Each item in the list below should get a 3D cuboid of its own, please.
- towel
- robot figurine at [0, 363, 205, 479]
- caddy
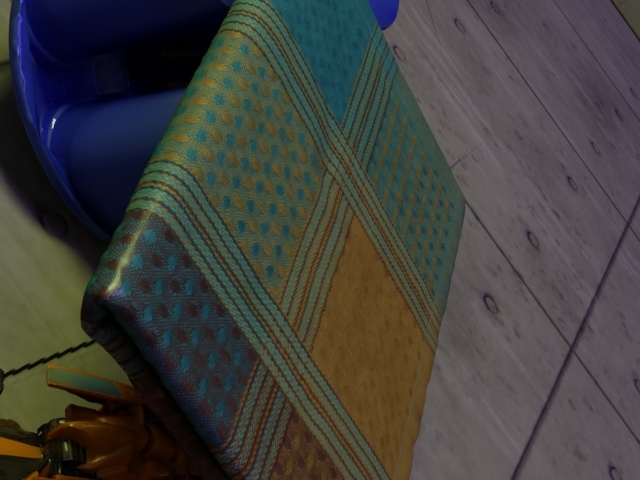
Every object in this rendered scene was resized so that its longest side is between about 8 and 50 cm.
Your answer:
[{"bbox_3d":[0.000,0.000,0.640,0.271,0.040,0.370,60,31,-31],"label":"towel"},{"bbox_3d":[-0.135,0.136,0.516,0.291,0.085,0.211,23,41,-45],"label":"robot figurine"},{"bbox_3d":[-0.070,-0.117,0.802,0.341,0.179,0.241,-11,93,-60],"label":"caddy"}]
